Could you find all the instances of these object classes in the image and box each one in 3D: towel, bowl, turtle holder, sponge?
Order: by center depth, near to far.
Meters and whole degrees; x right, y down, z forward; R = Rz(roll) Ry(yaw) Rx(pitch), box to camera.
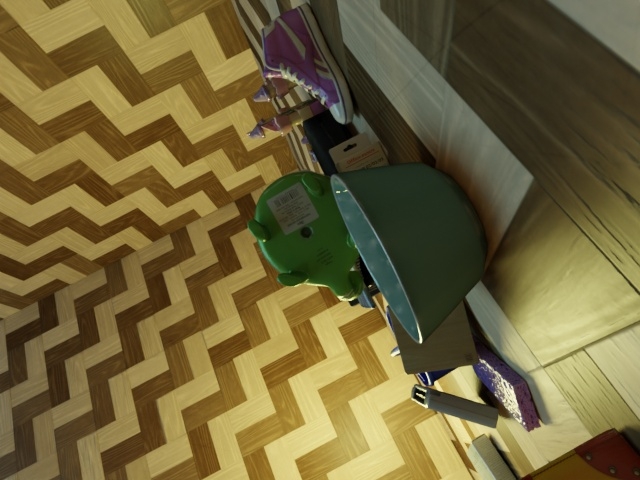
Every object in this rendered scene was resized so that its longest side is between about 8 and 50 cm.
[{"bbox_3d":[0.157,-0.005,0.685,0.312,0.163,0.311,63,177,5],"label":"bowl"},{"bbox_3d":[0.377,0.293,0.870,0.117,0.031,0.210,64,179,-16],"label":"sponge"},{"bbox_3d":[0.005,-0.019,0.957,0.320,0.244,0.227,31,-167,-2],"label":"turtle holder"},{"bbox_3d":[0.085,0.063,1.190,0.209,0.034,0.285,93,152,-82],"label":"towel"}]

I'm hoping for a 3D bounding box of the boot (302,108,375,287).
[{"bbox_3d":[0.095,-0.105,1.175,0.446,0.146,0.367,59,169,14],"label":"boot"}]

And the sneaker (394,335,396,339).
[{"bbox_3d":[0.335,0.315,1.628,0.087,0.092,0.229,61,-161,-45],"label":"sneaker"}]

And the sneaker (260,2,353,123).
[{"bbox_3d":[-0.041,-0.377,0.947,0.282,0.161,0.102,62,177,-4],"label":"sneaker"}]

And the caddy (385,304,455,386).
[{"bbox_3d":[0.281,0.288,1.171,0.241,0.179,0.341,63,179,21],"label":"caddy"}]

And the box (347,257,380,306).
[{"bbox_3d":[0.103,0.006,1.587,0.396,0.211,0.293,64,179,-11],"label":"box"}]

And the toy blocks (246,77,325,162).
[{"bbox_3d":[-0.124,-0.396,1.402,0.309,0.259,0.289,64,177,-22],"label":"toy blocks"}]

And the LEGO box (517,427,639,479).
[{"bbox_3d":[0.431,0.550,0.498,0.500,0.193,0.373,61,178,38],"label":"LEGO box"}]

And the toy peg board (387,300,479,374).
[{"bbox_3d":[0.254,0.200,0.921,0.079,0.161,0.161,-15,-90,-70],"label":"toy peg board"}]

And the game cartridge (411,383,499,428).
[{"bbox_3d":[0.370,0.456,1.132,0.197,0.062,0.297,18,166,10],"label":"game cartridge"}]

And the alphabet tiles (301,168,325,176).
[{"bbox_3d":[-0.024,-0.147,1.717,0.021,0.283,0.278,-152,74,-71],"label":"alphabet tiles"}]

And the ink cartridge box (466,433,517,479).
[{"bbox_3d":[0.620,0.839,1.362,0.330,0.071,0.324,58,175,36],"label":"ink cartridge box"}]

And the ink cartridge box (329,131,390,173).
[{"bbox_3d":[0.104,-0.151,0.931,0.182,0.104,0.061,62,178,-5],"label":"ink cartridge box"}]
